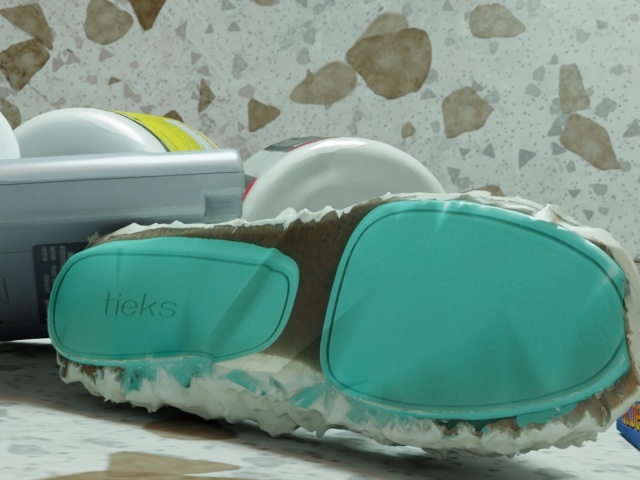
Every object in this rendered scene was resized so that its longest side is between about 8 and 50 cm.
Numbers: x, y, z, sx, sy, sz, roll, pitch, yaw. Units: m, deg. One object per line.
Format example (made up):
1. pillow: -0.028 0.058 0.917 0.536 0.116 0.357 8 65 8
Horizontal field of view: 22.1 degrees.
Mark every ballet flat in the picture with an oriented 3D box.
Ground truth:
1. ballet flat: 0.023 0.050 0.926 0.409 0.147 0.147 3 2 38

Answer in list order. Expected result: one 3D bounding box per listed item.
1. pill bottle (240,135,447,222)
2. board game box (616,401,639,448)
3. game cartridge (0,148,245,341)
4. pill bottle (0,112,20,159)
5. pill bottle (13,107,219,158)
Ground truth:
1. pill bottle: 0.000 0.000 1.371 0.176 0.176 0.318 3 3 -8
2. board game box: 0.253 0.111 0.919 0.136 0.035 0.201 4 3 -2
3. game cartridge: -0.162 0.008 1.137 0.198 0.062 0.297 0 -18 -8
4. pill bottle: -0.324 -0.019 1.275 0.130 0.130 0.246 2 -22 -24
5. pill bottle: -0.179 -0.026 1.530 0.188 0.187 0.334 4 3 10
